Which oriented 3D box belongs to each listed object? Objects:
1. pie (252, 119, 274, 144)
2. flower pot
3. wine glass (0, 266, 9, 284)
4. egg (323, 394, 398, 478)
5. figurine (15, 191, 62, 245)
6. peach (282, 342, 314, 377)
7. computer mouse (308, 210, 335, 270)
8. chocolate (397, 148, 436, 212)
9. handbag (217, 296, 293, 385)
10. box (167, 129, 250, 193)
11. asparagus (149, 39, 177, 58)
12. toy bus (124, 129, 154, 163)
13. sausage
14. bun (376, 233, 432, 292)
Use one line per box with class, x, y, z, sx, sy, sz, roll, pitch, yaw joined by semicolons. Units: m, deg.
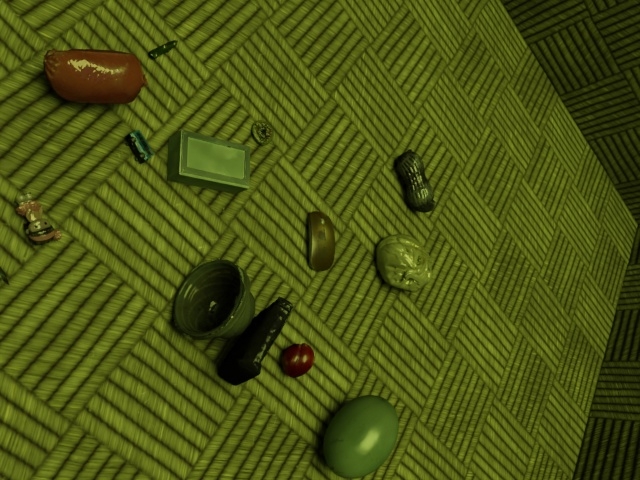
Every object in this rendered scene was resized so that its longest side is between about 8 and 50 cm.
pie;-0.183;-0.343;1.865;0.084;0.021;0.084;10;74;-38
flower pot;-0.267;0.175;1.587;0.140;0.235;0.236;45;53;-51
wine glass;-0.780;0.114;1.258;0.198;0.066;0.066;-33;102;-38
egg;0.126;0.599;1.804;0.282;0.203;0.203;-38;105;-35
figurine;-0.672;-0.049;1.390;0.072;0.054;0.129;-31;94;-54
peach;-0.067;0.362;1.769;0.100;0.100;0.101;9;75;-38
computer mouse;0.001;0.000;1.929;0.102;0.045;0.199;9;76;-40
chocolate;0.362;-0.222;2.233;0.110;0.110;0.248;-20;90;-40
handbag;-0.182;0.273;1.601;0.080;0.247;0.223;32;60;-10
box;-0.316;-0.222;1.690;0.225;0.086;0.130;8;76;-39
asparagus;-0.450;-0.550;1.690;0.108;0.021;0.025;-45;114;-36
toy bus;-0.488;-0.253;1.586;0.046;0.038;0.083;-39;106;-41
sausage;-0.567;-0.416;1.492;0.254;0.148;0.148;-11;88;-35
bun;0.310;0.079;2.104;0.229;0.145;0.229;7;78;-35
